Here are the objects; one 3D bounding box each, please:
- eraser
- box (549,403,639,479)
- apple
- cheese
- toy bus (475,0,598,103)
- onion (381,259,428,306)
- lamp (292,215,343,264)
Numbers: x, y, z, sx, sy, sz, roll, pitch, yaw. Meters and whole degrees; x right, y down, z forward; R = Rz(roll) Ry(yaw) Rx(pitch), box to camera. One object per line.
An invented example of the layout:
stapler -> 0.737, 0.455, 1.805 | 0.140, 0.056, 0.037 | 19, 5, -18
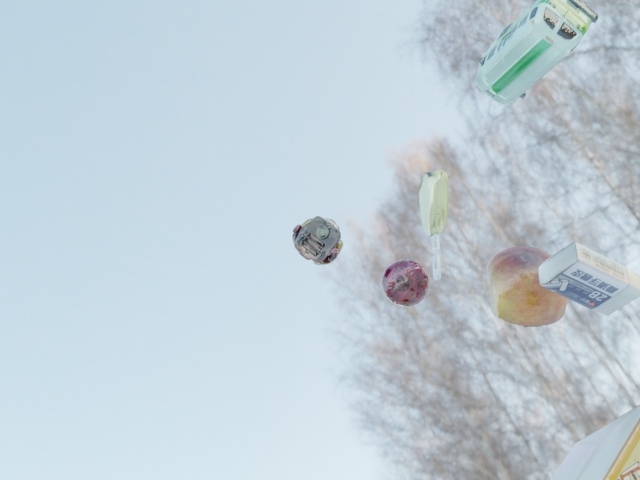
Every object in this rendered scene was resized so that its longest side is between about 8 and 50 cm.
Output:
eraser -> 0.619, 0.092, 2.029 | 0.210, 0.068, 0.124 | 23, -44, -22
box -> 0.563, 0.486, 1.640 | 0.283, 0.214, 0.259 | -37, -9, -43
apple -> 0.633, 0.111, 2.685 | 0.251, 0.293, 0.163 | 1, -54, 3
cheese -> 0.268, -0.035, 2.097 | 0.050, 0.256, 0.127 | -1, -2, -10
toy bus -> 0.457, -0.419, 1.951 | 0.165, 0.133, 0.276 | -54, 5, -32
onion -> 0.187, 0.095, 1.972 | 0.107, 0.107, 0.097 | -39, -3, 21
lamp -> 0.000, 0.000, 2.077 | 0.118, 0.118, 0.253 | -27, -4, 4
